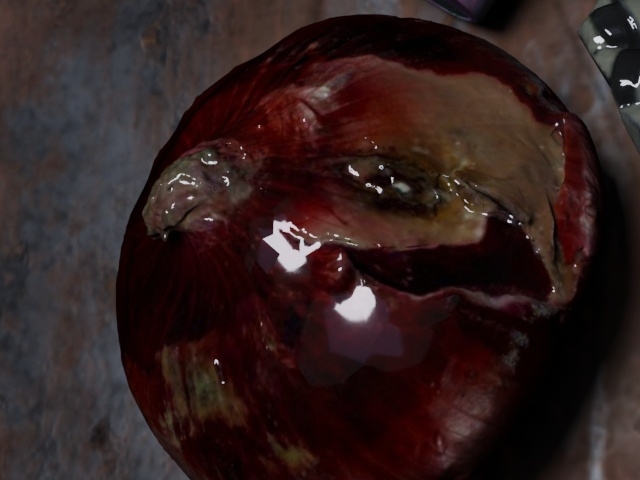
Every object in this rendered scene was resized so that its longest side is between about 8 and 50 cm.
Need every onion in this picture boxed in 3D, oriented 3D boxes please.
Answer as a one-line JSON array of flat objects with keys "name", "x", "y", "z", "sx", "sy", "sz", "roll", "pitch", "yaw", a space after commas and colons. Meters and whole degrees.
[{"name": "onion", "x": 0.000, "y": 0.000, "z": 0.808, "sx": 0.272, "sy": 0.195, "sz": 0.272, "roll": -12, "pitch": 66, "yaw": 27}]

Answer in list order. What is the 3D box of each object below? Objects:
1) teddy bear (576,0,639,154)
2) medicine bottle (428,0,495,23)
[{"name": "teddy bear", "x": 0.228, "y": -0.120, "z": 0.772, "sx": 0.251, "sy": 0.144, "sz": 0.171, "roll": -42, "pitch": 51, "yaw": 5}, {"name": "medicine bottle", "x": 0.104, "y": -0.211, "z": 0.868, "sx": 0.119, "sy": 0.094, "sz": 0.188, "roll": 35, "pitch": 92, "yaw": 25}]
